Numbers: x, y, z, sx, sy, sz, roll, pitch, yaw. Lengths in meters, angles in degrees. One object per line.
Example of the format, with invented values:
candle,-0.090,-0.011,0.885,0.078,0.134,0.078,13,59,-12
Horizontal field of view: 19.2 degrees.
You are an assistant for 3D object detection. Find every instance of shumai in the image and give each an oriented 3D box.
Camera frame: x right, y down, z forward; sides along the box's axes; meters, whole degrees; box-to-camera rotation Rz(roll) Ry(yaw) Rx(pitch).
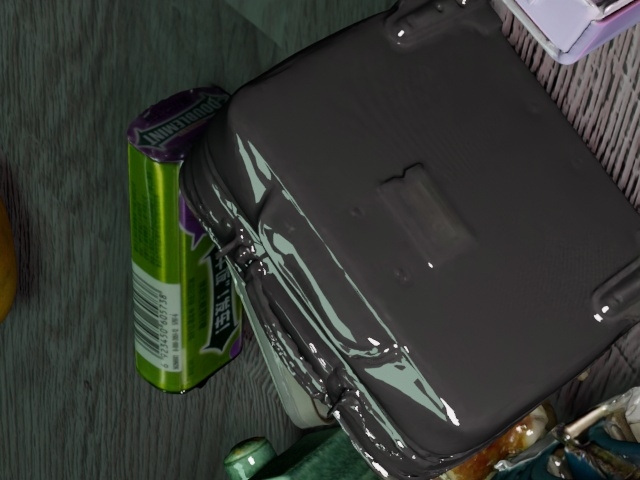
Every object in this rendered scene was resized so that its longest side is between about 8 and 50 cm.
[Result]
shumai,0.147,0.164,1.696,0.153,0.161,0.210,118,135,-70

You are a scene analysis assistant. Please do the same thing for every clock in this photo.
clock,0.175,-0.240,1.402,0.193,0.144,0.073,51,147,12

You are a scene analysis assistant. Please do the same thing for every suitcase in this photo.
suitcase,0.084,-0.008,1.542,0.345,0.339,0.188,55,143,6

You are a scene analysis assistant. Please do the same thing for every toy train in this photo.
toy train,0.007,0.350,2.124,0.238,0.167,0.299,-18,103,47

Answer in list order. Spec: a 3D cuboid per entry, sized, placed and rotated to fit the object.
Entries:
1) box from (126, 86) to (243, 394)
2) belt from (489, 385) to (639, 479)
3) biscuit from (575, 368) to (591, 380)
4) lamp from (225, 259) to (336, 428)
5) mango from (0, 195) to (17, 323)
box,-0.145,0.006,2.056,0.097,0.134,0.346,32,140,29
belt,0.305,0.199,1.445,0.173,0.300,0.436,64,156,-7
biscuit,0.139,0.020,1.768,0.290,0.038,0.141,54,152,1
lamp,0.000,0.000,1.737,0.047,0.269,0.267,-10,110,30
mango,-0.497,0.007,2.507,0.211,0.173,0.317,32,146,36
